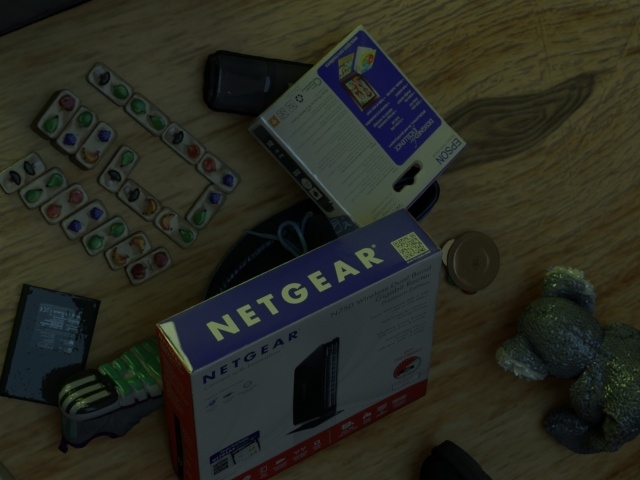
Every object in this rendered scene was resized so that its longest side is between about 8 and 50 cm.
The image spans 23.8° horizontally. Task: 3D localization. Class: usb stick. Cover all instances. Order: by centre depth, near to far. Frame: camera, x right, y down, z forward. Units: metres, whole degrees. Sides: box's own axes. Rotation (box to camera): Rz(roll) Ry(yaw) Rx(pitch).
[{"bbox_3d":[-0.016,-0.185,1.906,0.278,0.045,0.077,6,83,-24],"label":"usb stick"}]

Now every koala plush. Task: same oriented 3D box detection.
[{"bbox_3d":[0.353,0.153,2.020,0.221,0.203,0.196,41,76,-8],"label":"koala plush"}]

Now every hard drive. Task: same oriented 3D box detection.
[{"bbox_3d":[-0.322,0.127,1.801,0.094,0.022,0.135,14,87,-24],"label":"hard drive"}]

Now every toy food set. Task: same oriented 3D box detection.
[{"bbox_3d":[0.203,0.030,2.026,0.083,0.020,0.082,-24,102,-21],"label":"toy food set"}]

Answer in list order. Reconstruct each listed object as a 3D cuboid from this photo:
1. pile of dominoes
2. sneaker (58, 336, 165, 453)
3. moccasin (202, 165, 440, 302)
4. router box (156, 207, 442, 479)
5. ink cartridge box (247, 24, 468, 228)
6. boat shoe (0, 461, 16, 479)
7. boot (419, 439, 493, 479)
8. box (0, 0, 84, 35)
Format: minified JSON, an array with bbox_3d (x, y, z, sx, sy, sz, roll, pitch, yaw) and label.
[{"bbox_3d":[-0.237,-0.075,1.819,0.251,0.040,0.196,39,77,-20],"label":"pile of dominoes"},{"bbox_3d":[-0.222,0.185,1.836,0.224,0.083,0.098,-16,139,-35],"label":"sneaker"},{"bbox_3d":[0.000,0.000,1.884,0.342,0.117,0.137,-40,107,-17],"label":"moccasin"},{"bbox_3d":[-0.024,0.146,1.804,0.335,0.082,0.301,-26,145,-20],"label":"router box"},{"bbox_3d":[0.049,-0.127,1.864,0.208,0.045,0.206,48,60,-4],"label":"ink cartridge box"},{"bbox_3d":[-0.411,0.269,1.750,0.063,0.066,0.184,-44,111,-1],"label":"boat shoe"},{"bbox_3d":[0.073,0.519,1.941,0.445,0.146,0.367,-29,102,-15],"label":"boot"},{"bbox_3d":[-0.314,-0.421,1.649,0.312,0.179,0.343,-23,102,-2],"label":"box"}]
